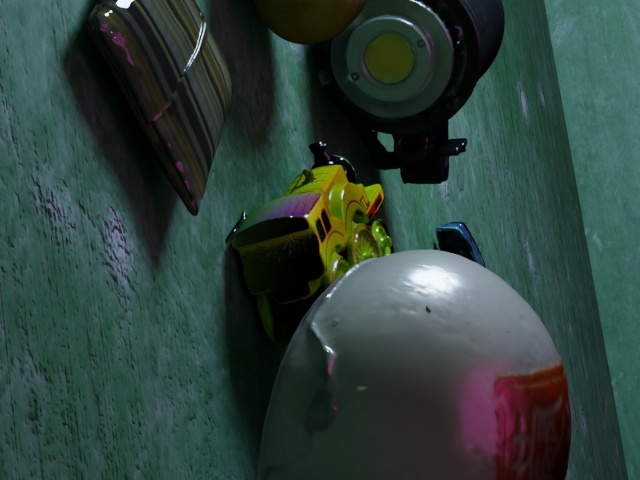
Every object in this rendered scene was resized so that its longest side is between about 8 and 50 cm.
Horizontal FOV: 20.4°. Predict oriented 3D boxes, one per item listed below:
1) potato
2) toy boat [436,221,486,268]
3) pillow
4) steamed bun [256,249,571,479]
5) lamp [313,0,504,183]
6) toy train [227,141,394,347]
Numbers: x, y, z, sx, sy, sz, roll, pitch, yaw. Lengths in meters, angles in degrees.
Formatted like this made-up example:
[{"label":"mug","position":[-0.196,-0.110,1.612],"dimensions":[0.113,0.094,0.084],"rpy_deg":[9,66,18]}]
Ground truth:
[{"label":"potato","position":[-0.008,-0.292,1.925],"dimensions":[0.203,0.178,0.158],"rpy_deg":[-97,-175,-67]},{"label":"toy boat","position":[0.198,0.038,2.511],"dimensions":[0.061,0.060,0.137],"rpy_deg":[-45,126,-40]},{"label":"pillow","position":[-0.136,-0.163,1.592],"dimensions":[0.212,0.052,0.208],"rpy_deg":[-80,149,-53]},{"label":"steamed bun","position":[0.108,0.196,1.665],"dimensions":[0.374,0.241,0.374],"rpy_deg":[9,90,-69]},{"label":"lamp","position":[0.110,-0.260,2.170],"dimensions":[0.272,0.205,0.374],"rpy_deg":[4,85,-76]},{"label":"toy train","position":[0.000,0.000,1.833],"dimensions":[0.296,0.100,0.160],"rpy_deg":[-57,131,-67]}]
